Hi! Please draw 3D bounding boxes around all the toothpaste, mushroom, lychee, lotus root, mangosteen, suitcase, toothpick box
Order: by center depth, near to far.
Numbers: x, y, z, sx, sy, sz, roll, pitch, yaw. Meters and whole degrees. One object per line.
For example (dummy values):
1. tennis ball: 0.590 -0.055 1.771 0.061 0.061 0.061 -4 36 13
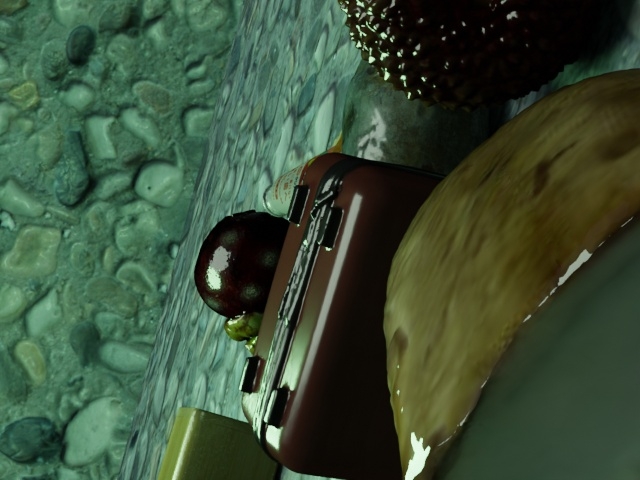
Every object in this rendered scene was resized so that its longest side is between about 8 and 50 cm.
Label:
1. mushroom: 0.184 -0.019 0.930 0.397 0.224 0.313 -95 22 -57
2. suitcase: 0.068 0.077 1.285 0.161 0.236 0.297 35 111 63
3. lychee: 0.143 -0.244 1.301 0.271 0.271 0.271 -166 90 -76
4. lotus root: 0.095 -0.084 1.481 0.175 0.175 0.349 134 148 -64
5. toothpaste: -0.015 -0.076 1.871 0.234 0.057 0.089 -20 52 65
6. toothpick box: -0.173 0.415 2.028 0.190 0.187 0.308 153 134 -73
7. mangosteen: -0.097 0.069 2.091 0.194 0.194 0.230 167 92 -75

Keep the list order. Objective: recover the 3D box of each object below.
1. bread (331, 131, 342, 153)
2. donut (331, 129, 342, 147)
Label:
1. bread: 0.051 -0.038 1.684 0.134 0.129 0.260 -109 38 -68
2. donut: 0.045 -0.079 1.870 0.174 0.068 0.174 -165 90 -79
